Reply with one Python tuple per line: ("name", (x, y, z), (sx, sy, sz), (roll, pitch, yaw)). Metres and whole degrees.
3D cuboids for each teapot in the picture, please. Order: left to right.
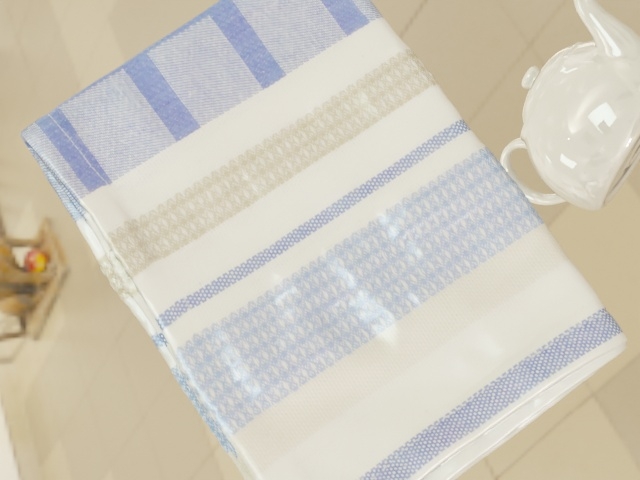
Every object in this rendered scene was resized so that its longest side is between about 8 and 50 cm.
("teapot", (0.357, -0.174, 1.426), (0.187, 0.252, 0.256), (32, 91, 17))

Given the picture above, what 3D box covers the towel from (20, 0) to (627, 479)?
("towel", (0.000, 0.000, 0.543), (0.285, 0.209, 0.034), (55, 172, 9))
